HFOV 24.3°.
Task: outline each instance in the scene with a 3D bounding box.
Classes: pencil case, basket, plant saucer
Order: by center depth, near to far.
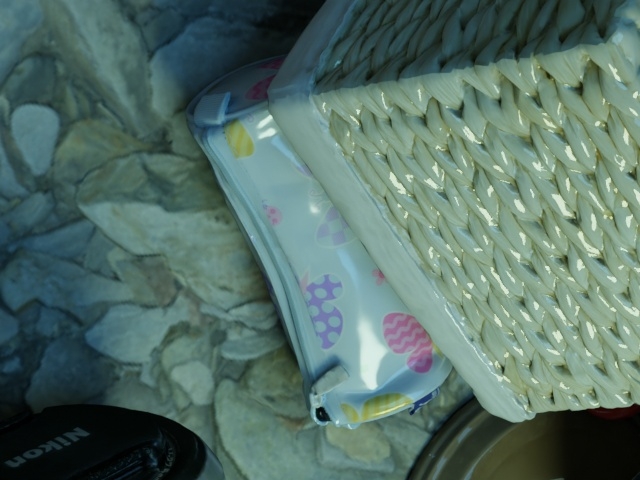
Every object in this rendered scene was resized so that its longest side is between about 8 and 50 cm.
[{"bbox_3d":[0.199,-0.101,1.005,0.331,0.266,0.328,52,51,-27],"label":"basket"},{"bbox_3d":[0.000,0.000,1.065,0.124,0.113,0.273,-30,114,-23],"label":"pencil case"},{"bbox_3d":[0.188,0.248,1.267,0.277,0.041,0.278,-6,104,-26],"label":"plant saucer"}]

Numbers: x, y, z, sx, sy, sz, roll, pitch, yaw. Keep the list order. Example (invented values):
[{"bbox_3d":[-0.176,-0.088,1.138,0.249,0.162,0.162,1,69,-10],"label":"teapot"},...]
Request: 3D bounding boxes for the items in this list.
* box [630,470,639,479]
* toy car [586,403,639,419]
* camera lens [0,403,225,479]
[{"bbox_3d":[0.391,0.223,1.189,0.343,0.179,0.312,-39,148,-25],"label":"box"},{"bbox_3d":[0.262,0.081,1.210,0.182,0.159,0.136,-15,130,-27],"label":"toy car"},{"bbox_3d":[-0.162,0.261,0.977,0.219,0.219,0.274,-12,107,-25],"label":"camera lens"}]
